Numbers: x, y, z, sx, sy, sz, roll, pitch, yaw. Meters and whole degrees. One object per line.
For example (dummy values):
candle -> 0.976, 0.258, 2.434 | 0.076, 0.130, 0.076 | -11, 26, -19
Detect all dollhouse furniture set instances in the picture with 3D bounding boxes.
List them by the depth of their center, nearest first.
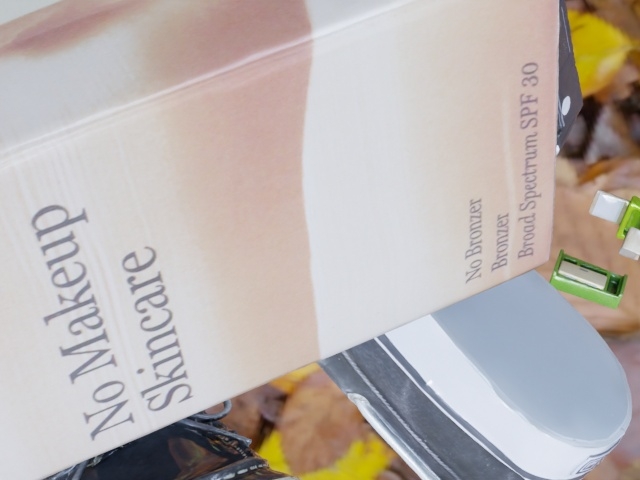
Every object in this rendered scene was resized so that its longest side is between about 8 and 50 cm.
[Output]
dollhouse furniture set -> 0.232, -0.023, 1.166 | 0.058, 0.076, 0.152 | 21, 125, 7

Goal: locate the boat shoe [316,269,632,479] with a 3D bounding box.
boat shoe -> 0.003, -0.001, 0.677 | 0.306, 0.105, 0.113 | 45, 40, 6

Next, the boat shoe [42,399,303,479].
boat shoe -> -0.139, 0.200, 1.160 | 0.186, 0.500, 0.156 | -22, 88, -18

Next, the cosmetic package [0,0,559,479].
cosmetic package -> -0.080, -0.024, 0.493 | 0.296, 0.153, 0.129 | -23, 50, -11

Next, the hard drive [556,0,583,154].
hard drive -> 0.113, -0.083, 1.218 | 0.064, 0.237, 0.339 | 12, 55, 29
